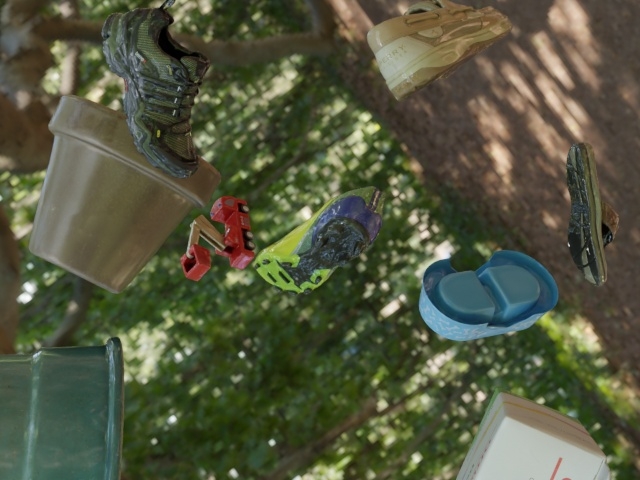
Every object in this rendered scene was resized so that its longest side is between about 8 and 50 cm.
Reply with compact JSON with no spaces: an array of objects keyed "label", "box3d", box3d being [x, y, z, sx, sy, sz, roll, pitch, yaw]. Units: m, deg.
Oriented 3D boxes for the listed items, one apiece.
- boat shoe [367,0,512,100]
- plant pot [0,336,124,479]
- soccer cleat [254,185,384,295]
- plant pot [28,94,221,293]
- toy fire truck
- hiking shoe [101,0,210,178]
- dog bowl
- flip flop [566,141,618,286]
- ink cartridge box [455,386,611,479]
[{"label":"boat shoe","box3d":[0.175,-0.298,1.564,0.110,0.121,0.341,55,-147,-1]},{"label":"plant pot","box3d":[-0.388,0.256,1.131,0.341,0.334,0.341,-174,90,-76]},{"label":"soccer cleat","box3d":[0.001,0.001,1.670,0.093,0.121,0.289,42,145,-14]},{"label":"plant pot","box3d":[-0.309,-0.053,1.607,0.263,0.229,0.263,26,172,4]},{"label":"toy fire truck","box3d":[-0.186,-0.007,1.968,0.135,0.047,0.192,17,-136,-32]},{"label":"hiking shoe","box3d":[-0.188,-0.186,1.382,0.086,0.114,0.227,-59,-48,-60]},{"label":"dog bowl","box3d":[0.324,0.112,2.162,0.166,0.297,0.074,63,147,34]},{"label":"flip flop","box3d":[0.511,-0.048,2.041,0.112,0.080,0.277,-151,52,-75]},{"label":"ink cartridge box","box3d":[0.217,0.294,1.235,0.119,0.207,0.353,23,-179,7]}]
